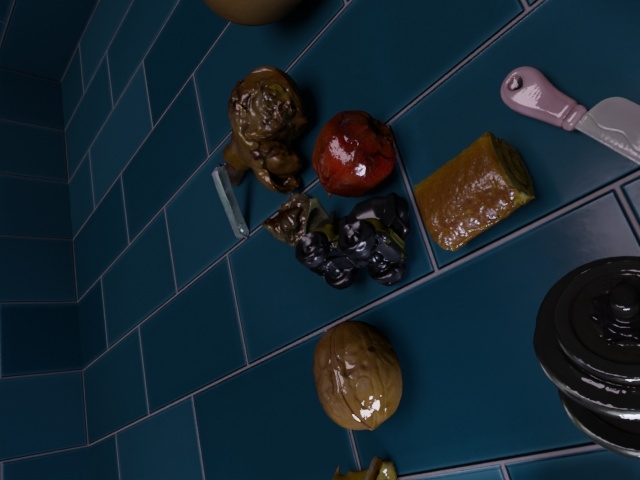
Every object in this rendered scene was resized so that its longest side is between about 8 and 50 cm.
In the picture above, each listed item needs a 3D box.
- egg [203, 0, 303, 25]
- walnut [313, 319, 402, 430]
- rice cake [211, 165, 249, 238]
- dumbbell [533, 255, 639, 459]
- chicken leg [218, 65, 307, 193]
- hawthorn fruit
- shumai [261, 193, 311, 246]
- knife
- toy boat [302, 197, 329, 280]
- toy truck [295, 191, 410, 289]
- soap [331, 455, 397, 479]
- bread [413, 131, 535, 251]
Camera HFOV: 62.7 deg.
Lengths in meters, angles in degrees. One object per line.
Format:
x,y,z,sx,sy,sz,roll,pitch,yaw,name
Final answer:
-0.141,-0.682,1.222,0.374,0.301,0.301,-40,58,39,egg
0.070,0.256,1.001,0.167,0.167,0.207,-37,58,41,walnut
-0.243,-0.101,1.427,0.043,0.034,0.210,7,121,48,rice cake
0.361,0.138,0.607,0.192,0.290,0.192,-19,46,21,dumbbell
-0.158,-0.222,1.328,0.409,0.182,0.295,-39,74,49,chicken leg
0.060,-0.172,1.057,0.179,0.173,0.173,-10,79,47,hawthorn fruit
-0.058,-0.039,1.235,0.139,0.105,0.123,48,121,10,shumai
0.409,-0.172,0.762,0.336,0.043,0.081,43,111,35,knife
0.000,-0.001,1.159,0.071,0.089,0.185,141,118,-86,toy boat
0.068,-0.005,1.045,0.224,0.147,0.165,-12,53,37,toy truck
0.118,0.638,1.003,0.169,0.304,0.338,-22,31,52,soap
0.252,-0.077,0.867,0.172,0.103,0.132,-39,53,39,bread
